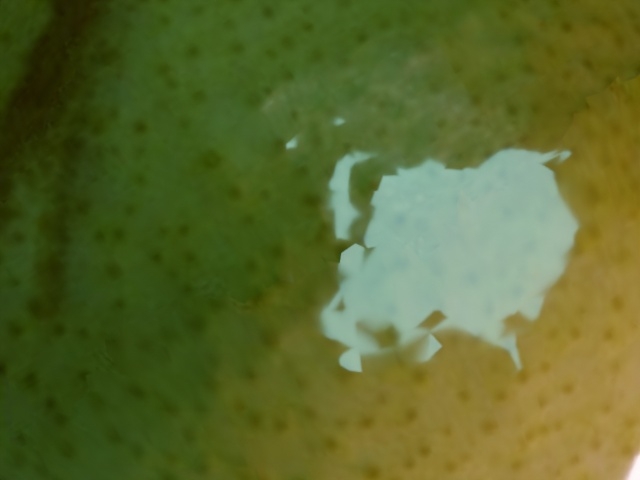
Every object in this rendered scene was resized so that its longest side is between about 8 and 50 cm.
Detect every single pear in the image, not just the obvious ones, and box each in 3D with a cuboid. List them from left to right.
[{"bbox_3d":[0.000,0.000,0.526,0.314,0.314,0.314,1,85,-17],"label":"pear"}]
